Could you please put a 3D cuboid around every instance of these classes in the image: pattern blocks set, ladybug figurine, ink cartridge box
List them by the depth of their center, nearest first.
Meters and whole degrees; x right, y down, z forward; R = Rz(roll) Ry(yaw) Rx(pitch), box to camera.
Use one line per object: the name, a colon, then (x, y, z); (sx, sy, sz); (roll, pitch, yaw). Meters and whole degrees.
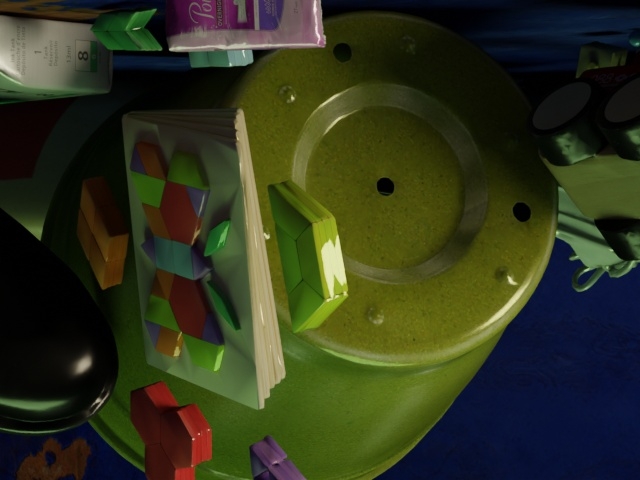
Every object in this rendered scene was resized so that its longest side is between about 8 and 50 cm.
pattern blocks set: (-0.078, 0.009, 1.153); (0.026, 0.325, 0.285); (-15, -177, -34)
ink cartridge box: (-0.280, -0.121, 1.239); (0.181, 0.056, 0.224); (-1, -178, 39)
ladybug figurine: (-0.274, -0.068, 1.783); (0.449, 0.162, 0.305); (-1, 180, 35)

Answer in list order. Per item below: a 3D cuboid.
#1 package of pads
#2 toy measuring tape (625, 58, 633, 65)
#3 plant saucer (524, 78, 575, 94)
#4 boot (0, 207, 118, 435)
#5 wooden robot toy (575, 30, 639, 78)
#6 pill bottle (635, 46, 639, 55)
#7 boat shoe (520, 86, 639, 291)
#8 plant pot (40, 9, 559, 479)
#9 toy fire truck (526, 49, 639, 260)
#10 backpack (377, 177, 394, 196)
package of pads: (-0.039, -0.123, 0.957); (0.083, 0.050, 0.032); (-1, -174, 1)
toy measuring tape: (0.242, -0.104, 1.549); (0.121, 0.121, 0.330); (-1, 178, 40)
plant saucer: (0.274, -0.145, 1.867); (0.168, 0.029, 0.168); (-1, -179, 0)
boot: (-0.238, 0.001, 1.179); (0.348, 0.131, 0.260); (40, 157, -18)
wooden robot toy: (0.284, -0.125, 1.382); (0.173, 0.076, 0.079); (0, -169, 32)
pill bottle: (0.304, -0.060, 1.467); (0.108, 0.194, 0.108); (-1, 180, 0)
boat shoe: (0.274, -0.023, 1.771); (0.367, 0.156, 0.136); (18, -140, 12)
plant pot: (0.000, 0.000, 1.343); (0.366, 0.367, 0.353); (-1, 169, -16)
toy fire truck: (0.290, -0.102, 1.187); (0.217, 0.246, 0.158); (-2, 135, 52)
backpack: (0.058, -0.007, 1.691); (0.276, 0.213, 0.263); (11, 161, -8)
